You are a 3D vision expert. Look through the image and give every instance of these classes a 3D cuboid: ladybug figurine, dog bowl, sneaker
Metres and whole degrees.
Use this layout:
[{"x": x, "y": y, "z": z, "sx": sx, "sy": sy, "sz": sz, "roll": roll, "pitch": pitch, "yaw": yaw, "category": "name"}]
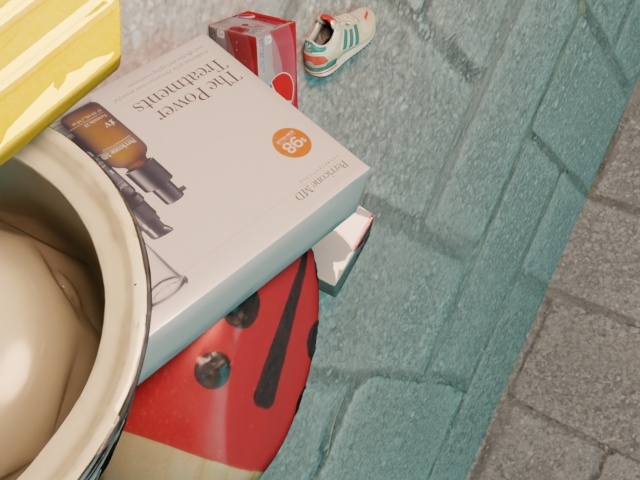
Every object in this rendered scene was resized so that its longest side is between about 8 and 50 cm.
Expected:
[{"x": -0.118, "y": 0.133, "z": 1.009, "sx": 0.305, "sy": 0.161, "sz": 0.450, "roll": 29, "pitch": 70, "yaw": -52, "category": "ladybug figurine"}, {"x": -0.330, "y": 0.091, "z": 0.655, "sx": 0.408, "sy": 0.407, "sz": 0.150, "roll": -50, "pitch": 165, "yaw": -23, "category": "dog bowl"}, {"x": 0.031, "y": -0.324, "z": 1.260, "sx": 0.161, "sy": 0.057, "sz": 0.075, "roll": -46, "pitch": 148, "yaw": -23, "category": "sneaker"}]

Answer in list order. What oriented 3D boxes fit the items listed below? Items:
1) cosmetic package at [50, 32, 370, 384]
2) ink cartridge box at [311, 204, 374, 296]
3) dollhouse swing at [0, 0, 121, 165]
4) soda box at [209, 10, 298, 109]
[{"x": -0.174, "y": -0.047, "z": 0.903, "sx": 0.377, "sy": 0.284, "sz": 0.097, "roll": -39, "pitch": 162, "yaw": -32, "category": "cosmetic package"}, {"x": 0.000, "y": 0.000, "z": 1.301, "sx": 0.128, "sy": 0.127, "sz": 0.176, "roll": -60, "pitch": 175, "yaw": -8, "category": "ink cartridge box"}, {"x": -0.326, "y": -0.167, "z": 0.498, "sx": 0.305, "sy": 0.347, "sz": 0.315, "roll": -45, "pitch": -177, "yaw": -5, "category": "dollhouse swing"}, {"x": -0.088, "y": -0.178, "z": 1.148, "sx": 0.083, "sy": 0.092, "sz": 0.263, "roll": -35, "pitch": 136, "yaw": -42, "category": "soda box"}]
